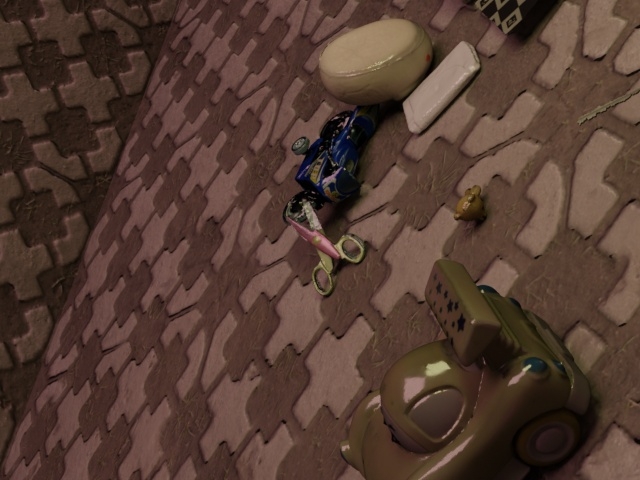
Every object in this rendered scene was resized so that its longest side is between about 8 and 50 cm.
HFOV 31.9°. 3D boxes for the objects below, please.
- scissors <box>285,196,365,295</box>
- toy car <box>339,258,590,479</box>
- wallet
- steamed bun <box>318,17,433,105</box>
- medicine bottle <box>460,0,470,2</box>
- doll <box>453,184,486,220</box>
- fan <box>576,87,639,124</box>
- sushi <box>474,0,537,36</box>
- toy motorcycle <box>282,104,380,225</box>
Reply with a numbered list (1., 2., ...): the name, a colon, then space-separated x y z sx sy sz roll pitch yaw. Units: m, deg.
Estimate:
1. scissors: 0.000 0.000 2.101 0.133 0.020 0.187 -48 59 19
2. toy car: 0.155 0.225 1.448 0.336 0.226 0.242 -50 28 15
3. wallet: 0.223 -0.288 2.098 0.183 0.032 0.124 -47 26 25
4. steamed bun: 0.115 -0.342 2.211 0.228 0.131 0.177 -18 41 10
5. medicine bottle: 0.314 -0.605 2.164 0.274 0.133 0.133 -53 27 9
6. doll: 0.237 -0.063 1.811 0.061 0.051 0.093 -58 24 16
7. fan: 0.490 -0.235 1.597 0.329 0.009 0.191 -25 42 48
8. sushi: 0.404 -0.488 1.979 0.279 0.043 0.192 -50 27 17
9. toy motorcycle: 0.030 -0.157 2.218 0.169 0.113 0.315 -12 43 43
